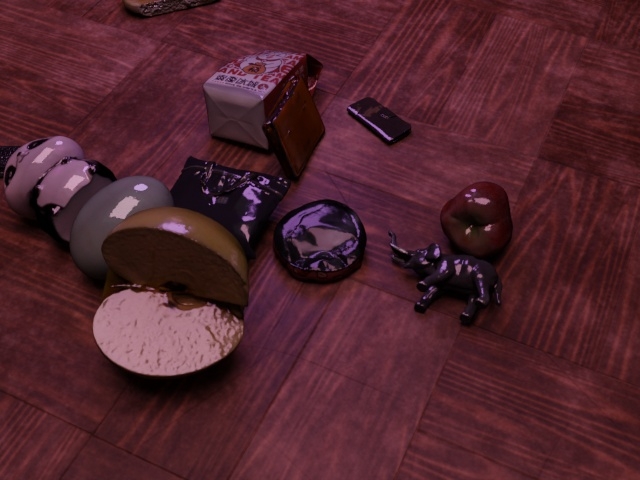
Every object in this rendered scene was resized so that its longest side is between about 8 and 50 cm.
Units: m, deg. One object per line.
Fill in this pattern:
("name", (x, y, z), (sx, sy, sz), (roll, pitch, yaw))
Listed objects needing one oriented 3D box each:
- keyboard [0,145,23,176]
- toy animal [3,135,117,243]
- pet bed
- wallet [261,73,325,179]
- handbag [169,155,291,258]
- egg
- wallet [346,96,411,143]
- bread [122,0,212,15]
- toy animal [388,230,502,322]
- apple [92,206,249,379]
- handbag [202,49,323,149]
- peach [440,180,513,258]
("keyboard", (-0.655, -0.178, 1.841), (0.230, 0.025, 0.094), (0, 52, 0))
("toy animal", (-0.538, -0.111, 1.690), (0.235, 0.165, 0.187), (34, 74, 23))
("pet bed", (0.000, 0.000, 1.673), (0.201, 0.053, 0.201), (0, 48, 0))
("wallet", (-0.058, -0.251, 1.820), (0.042, 0.161, 0.195), (-1, 44, 27))
("handbag", (-0.209, -0.073, 1.711), (0.254, 0.089, 0.211), (13, 59, 18))
("egg", (-0.382, -0.025, 1.606), (0.168, 0.168, 0.231), (38, 81, 28))
("wallet", (0.138, -0.283, 1.939), (0.082, 0.018, 0.156), (-30, 55, -24))
("bread", (-0.408, -0.706, 2.272), (0.286, 0.056, 0.207), (-14, 54, -12))
("toy animal", (0.224, 0.069, 1.599), (0.269, 0.082, 0.137), (21, 49, 22))
("apple", (-0.257, 0.087, 1.468), (0.257, 0.295, 0.233), (8, 11, -8))
("handbag", (-0.129, -0.360, 1.920), (0.171, 0.151, 0.298), (16, 47, 20))
("peach", (0.326, -0.049, 1.666), (0.152, 0.152, 0.152), (0, 49, 0))
